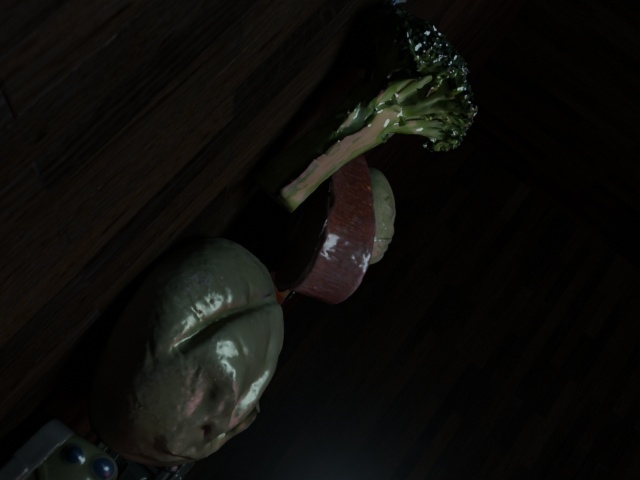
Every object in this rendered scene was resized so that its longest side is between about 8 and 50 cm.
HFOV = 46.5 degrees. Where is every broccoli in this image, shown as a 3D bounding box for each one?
[{"bbox_3d":[0.070,-0.176,1.158,0.361,0.221,0.252,-43,171,20],"label":"broccoli"}]

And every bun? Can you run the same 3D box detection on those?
[{"bbox_3d":[-0.176,0.178,1.104,0.365,0.219,0.365,-57,171,-15],"label":"bun"},{"bbox_3d":[0.102,-0.047,1.887,0.259,0.160,0.259,-35,-136,42],"label":"bun"}]

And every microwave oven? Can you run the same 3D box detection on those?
[{"bbox_3d":[-0.368,0.457,1.552,0.240,0.194,0.145,-51,173,13],"label":"microwave oven"}]

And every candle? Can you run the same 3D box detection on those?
[{"bbox_3d":[0.004,-0.032,1.330,0.317,0.131,0.287,4,-105,66],"label":"candle"}]

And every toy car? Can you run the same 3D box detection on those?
[{"bbox_3d":[-0.383,0.420,1.039,0.242,0.226,0.336,-48,171,-37],"label":"toy car"}]

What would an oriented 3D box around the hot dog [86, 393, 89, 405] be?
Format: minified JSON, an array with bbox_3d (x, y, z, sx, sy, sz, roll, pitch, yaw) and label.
[{"bbox_3d":[-0.339,0.234,1.179,0.083,0.035,0.058,-46,172,-50],"label":"hot dog"}]

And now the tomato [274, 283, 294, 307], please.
[{"bbox_3d":[-0.140,0.097,1.509,0.199,0.112,0.228,-26,-163,47],"label":"tomato"}]

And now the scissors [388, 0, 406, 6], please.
[{"bbox_3d":[0.126,-0.382,1.180,0.036,0.006,0.083,-56,173,23],"label":"scissors"}]
